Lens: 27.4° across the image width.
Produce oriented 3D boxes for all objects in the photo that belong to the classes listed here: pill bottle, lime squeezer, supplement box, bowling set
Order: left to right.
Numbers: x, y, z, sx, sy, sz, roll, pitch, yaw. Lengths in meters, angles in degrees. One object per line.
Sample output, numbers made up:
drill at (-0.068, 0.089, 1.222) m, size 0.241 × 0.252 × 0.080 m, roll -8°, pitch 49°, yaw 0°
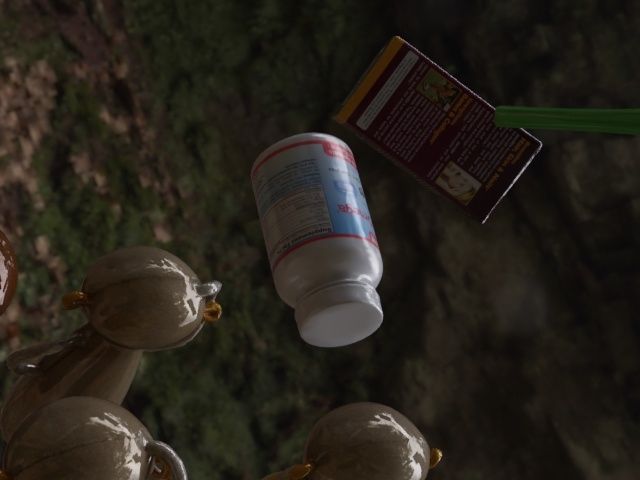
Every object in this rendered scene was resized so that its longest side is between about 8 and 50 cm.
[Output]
bowling set at (-0.123, 0.045, 0.476) m, size 0.154 × 0.287 × 0.200 m, roll -48°, pitch -126°, yaw 40°
pill bottle at (0.000, 0.000, 1.041) m, size 0.087 × 0.087 × 0.160 m, roll 102°, pitch -22°, yaw -54°
supplement box at (0.118, -0.113, 1.359) m, size 0.188 × 0.104 × 0.081 m, roll 36°, pitch 1°, yaw -6°
lime squeezer at (0.276, -0.086, 0.851) m, size 0.110 × 0.310 × 0.059 m, roll -103°, pitch -170°, yaw -59°
